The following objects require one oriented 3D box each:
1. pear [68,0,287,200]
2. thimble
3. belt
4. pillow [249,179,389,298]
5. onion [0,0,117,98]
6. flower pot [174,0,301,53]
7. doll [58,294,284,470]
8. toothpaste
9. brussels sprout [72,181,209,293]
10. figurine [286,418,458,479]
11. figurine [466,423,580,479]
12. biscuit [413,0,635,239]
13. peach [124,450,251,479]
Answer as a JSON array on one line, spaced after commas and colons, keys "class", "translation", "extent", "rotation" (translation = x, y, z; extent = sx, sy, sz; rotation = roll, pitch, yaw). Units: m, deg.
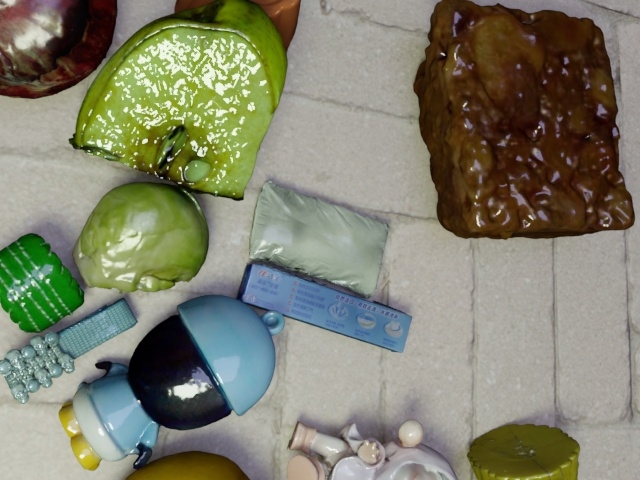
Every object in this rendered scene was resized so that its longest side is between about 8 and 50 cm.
[{"class": "pear", "translation": [-0.178, -0.209, 0.885], "extent": [0.238, 0.164, 0.255], "rotation": [17, 112, -17]}, {"class": "thimble", "translation": [-0.364, 0.057, 0.849], "extent": [0.090, 0.130, 0.118], "rotation": [-40, 57, -21]}, {"class": "belt", "translation": [-0.324, 0.133, 0.867], "extent": [0.179, 0.100, 0.065], "rotation": [-32, 97, -25]}, {"class": "pillow", "translation": [0.000, 0.000, 1.037], "extent": [0.229, 0.051, 0.128], "rotation": [20, 77, -19]}, {"class": "onion", "translation": [-0.393, -0.308, 0.867], "extent": [0.246, 0.190, 0.246], "rotation": [0, 92, -7]}, {"class": "flower pot", "translation": [-0.115, -0.351, 0.990], "extent": [0.191, 0.173, 0.190], "rotation": [3, 81, -19]}, {"class": "doll", "translation": [-0.185, 0.181, 0.891], "extent": [0.314, 0.141, 0.177], "rotation": [-29, 61, -11]}, {"class": "toothpaste", "translation": [0.008, 0.104, 1.023], "extent": [0.272, 0.053, 0.066], "rotation": [20, 79, -17]}, {"class": "brussels sprout", "translation": [-0.243, -0.010, 0.909], "extent": [0.183, 0.131, 0.145], "rotation": [-7, 105, -22]}, {"class": "figurine", "translation": [0.081, 0.344, 0.968], "extent": [0.276, 0.133, 0.200], "rotation": [22, 86, -11]}, {"class": "figurine", "translation": [0.346, 0.470, 1.036], "extent": [0.168, 0.187, 0.315], "rotation": [-16, 95, -27]}, {"class": "biscuit", "translation": [0.336, -0.189, 1.135], "extent": [0.343, 0.166, 0.395], "rotation": [-1, 80, -19]}, {"class": "peach", "translation": [-0.172, 0.398, 0.850], "extent": [0.251, 0.153, 0.251], "rotation": [-1, 96, -6]}]
